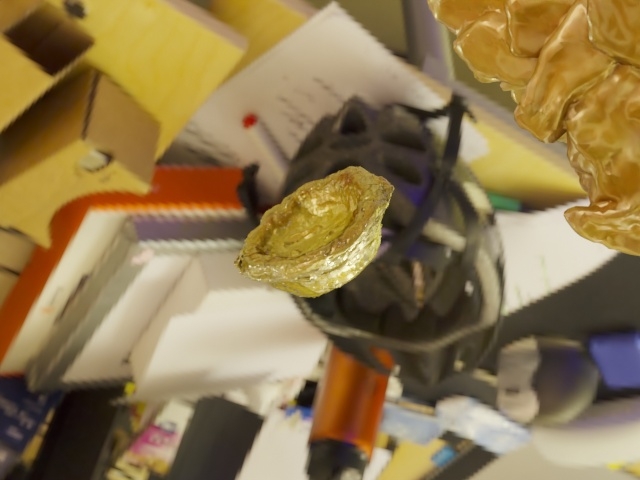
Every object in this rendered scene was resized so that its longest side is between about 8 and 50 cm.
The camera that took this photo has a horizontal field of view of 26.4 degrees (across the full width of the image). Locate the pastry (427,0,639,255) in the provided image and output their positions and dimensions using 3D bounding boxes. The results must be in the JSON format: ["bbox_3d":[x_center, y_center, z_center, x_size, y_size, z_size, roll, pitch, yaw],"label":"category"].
[{"bbox_3d":[0.142,-0.102,0.364,0.154,0.102,0.250,41,131,1],"label":"pastry"}]

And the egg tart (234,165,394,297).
[{"bbox_3d":[0.000,0.000,0.784,0.105,0.105,0.039,-17,118,32],"label":"egg tart"}]
